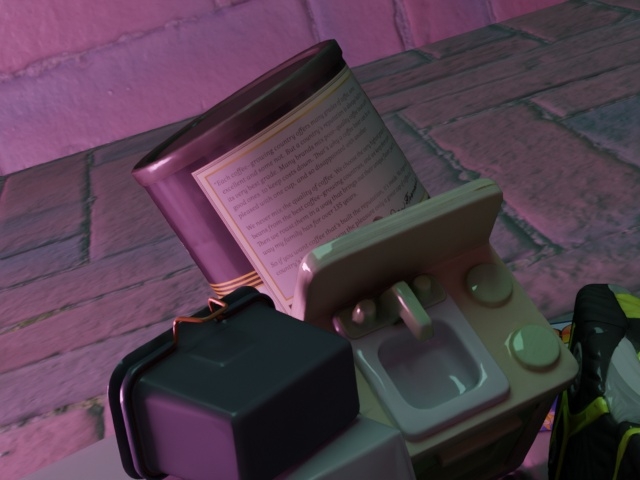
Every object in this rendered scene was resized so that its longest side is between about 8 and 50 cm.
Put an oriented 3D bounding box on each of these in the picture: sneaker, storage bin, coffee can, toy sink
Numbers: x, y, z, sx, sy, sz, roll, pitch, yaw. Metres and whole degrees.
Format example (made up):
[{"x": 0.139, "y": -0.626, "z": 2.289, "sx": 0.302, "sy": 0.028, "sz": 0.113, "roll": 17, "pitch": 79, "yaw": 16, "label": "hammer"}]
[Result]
[{"x": 0.238, "y": 0.141, "z": 0.901, "sx": 0.147, "sy": 0.145, "sz": 0.385, "roll": 4, "pitch": 21, "yaw": -3, "label": "sneaker"}, {"x": -0.044, "y": 0.088, "z": 0.838, "sx": 0.091, "sy": 0.098, "sz": 0.135, "roll": 13, "pitch": 31, "yaw": 39, "label": "storage bin"}, {"x": 0.000, "y": 0.000, "z": 1.185, "sx": 0.201, "sy": 0.275, "sz": 0.201, "roll": -32, "pitch": 10, "yaw": 7, "label": "coffee can"}, {"x": 0.072, "y": 0.093, "z": 0.962, "sx": 0.152, "sy": 0.234, "sz": 0.131, "roll": -23, "pitch": 61, "yaw": -22, "label": "toy sink"}]

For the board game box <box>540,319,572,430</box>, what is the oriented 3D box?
[{"x": 0.184, "y": 0.111, "z": 1.157, "sx": 0.201, "sy": 0.035, "sz": 0.136, "roll": -11, "pitch": 18, "yaw": 19, "label": "board game box"}]

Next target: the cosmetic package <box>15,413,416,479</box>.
[{"x": -0.136, "y": 0.236, "z": 0.855, "sx": 0.385, "sy": 0.156, "sz": 0.217, "roll": -26, "pitch": 19, "yaw": -28, "label": "cosmetic package"}]
